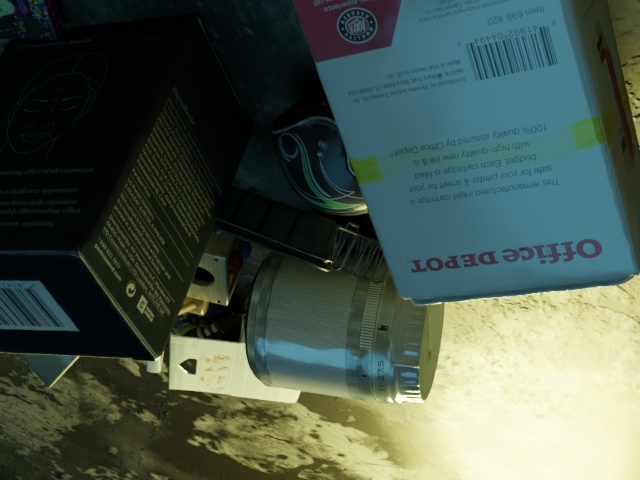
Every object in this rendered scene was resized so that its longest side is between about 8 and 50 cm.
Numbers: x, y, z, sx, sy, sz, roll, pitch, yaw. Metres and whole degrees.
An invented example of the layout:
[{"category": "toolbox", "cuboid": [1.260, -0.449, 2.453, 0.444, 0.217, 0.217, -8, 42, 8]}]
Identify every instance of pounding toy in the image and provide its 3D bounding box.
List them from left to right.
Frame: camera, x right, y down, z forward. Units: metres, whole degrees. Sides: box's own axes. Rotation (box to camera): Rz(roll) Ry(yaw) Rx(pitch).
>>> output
[{"category": "pounding toy", "cuboid": [-0.165, 0.052, 1.589, 0.094, 0.181, 0.206, 13, 143, 7]}]

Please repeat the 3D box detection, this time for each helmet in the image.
[{"category": "helmet", "cuboid": [0.033, -0.110, 1.316, 0.169, 0.169, 0.161, -18, 115, 39]}]

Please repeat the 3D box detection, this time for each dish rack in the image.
[{"category": "dish rack", "cuboid": [0.000, 0.000, 1.431, 0.208, 0.074, 0.271, 21, 180, 38]}]

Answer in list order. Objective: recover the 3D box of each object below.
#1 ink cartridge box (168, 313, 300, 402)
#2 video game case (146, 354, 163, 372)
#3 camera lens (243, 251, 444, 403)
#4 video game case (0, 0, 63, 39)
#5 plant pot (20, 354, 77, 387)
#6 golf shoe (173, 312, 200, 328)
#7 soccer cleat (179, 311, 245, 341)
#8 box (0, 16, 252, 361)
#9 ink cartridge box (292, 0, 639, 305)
[{"category": "ink cartridge box", "cuboid": [-0.141, 0.204, 1.813, 0.239, 0.060, 0.275, 8, 152, -5]}, {"category": "video game case", "cuboid": [-0.242, 0.055, 1.588, 0.026, 0.227, 0.206, 6, 144, -3]}, {"category": "camera lens", "cuboid": [0.035, 0.126, 1.569, 0.274, 0.219, 0.219, 6, 142, 15]}, {"category": "video game case", "cuboid": [-0.452, -0.349, 1.288, 0.210, 0.041, 0.232, 2, 141, 7]}, {"category": "plant pot", "cuboid": [-0.454, 0.054, 1.695, 0.274, 0.256, 0.256, 43, 140, -4]}, {"category": "golf shoe", "cuboid": [-0.235, 0.096, 1.782, 0.094, 0.077, 0.198, 15, 149, -26]}, {"category": "soccer cleat", "cuboid": [-0.184, 0.175, 1.848, 0.179, 0.072, 0.060, -15, 132, 37]}, {"category": "box", "cuboid": [-0.303, -0.069, 1.311, 0.294, 0.395, 0.212, 0, 140, 24]}, {"category": "ink cartridge box", "cuboid": [0.174, -0.142, 1.115, 0.279, 0.160, 0.384, -7, 116, 29]}]
